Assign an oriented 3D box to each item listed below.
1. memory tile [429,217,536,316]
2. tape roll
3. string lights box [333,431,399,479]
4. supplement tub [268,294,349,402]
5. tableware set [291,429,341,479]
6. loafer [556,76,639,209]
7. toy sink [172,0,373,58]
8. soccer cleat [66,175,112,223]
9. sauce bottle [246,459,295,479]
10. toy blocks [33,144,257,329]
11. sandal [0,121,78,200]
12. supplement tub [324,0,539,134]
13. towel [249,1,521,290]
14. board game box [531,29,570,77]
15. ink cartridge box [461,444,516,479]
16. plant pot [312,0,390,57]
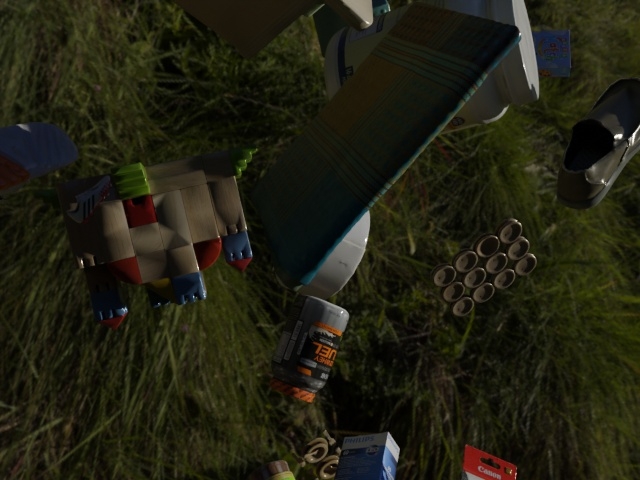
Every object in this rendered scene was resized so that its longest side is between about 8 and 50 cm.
[{"bbox_3d":[0.236,0.041,0.794,0.113,0.148,0.012,51,8,-35],"label":"memory tile"},{"bbox_3d":[0.000,0.000,1.357,0.100,0.286,0.286,25,10,-25],"label":"tape roll"},{"bbox_3d":[0.102,0.601,1.334,0.077,0.133,0.260,58,31,-23],"label":"string lights box"},{"bbox_3d":[-0.026,0.212,1.083,0.116,0.191,0.117,19,-11,4],"label":"supplement tub"},{"bbox_3d":[0.009,0.682,1.695,0.039,0.128,0.194,45,-13,54],"label":"tableware set"},{"bbox_3d":[0.451,-0.166,0.859,0.094,0.251,0.087,21,-19,39],"label":"loafer"},{"bbox_3d":[-0.073,-0.298,0.564,0.234,0.131,0.153,26,51,-39],"label":"toy sink"},{"bbox_3d":[-0.343,-0.064,0.816,0.035,0.083,0.029,36,-6,-39],"label":"soccer cleat"},{"bbox_3d":[-0.054,0.660,1.198,0.111,0.111,0.344,16,32,-48],"label":"sauce bottle"},{"bbox_3d":[-0.273,0.002,0.963,0.381,0.261,0.191,-14,2,-10],"label":"toy blocks"},{"bbox_3d":[-0.439,-0.098,0.741,0.102,0.076,0.265,54,23,-1],"label":"sandal"},{"bbox_3d":[0.196,-0.303,0.969,0.324,0.236,0.235,-9,-10,30],"label":"supplement tub"},{"bbox_3d":[0.053,-0.135,0.700,0.040,0.370,0.271,35,15,-29],"label":"towel"},{"bbox_3d":[0.554,-0.500,1.472,0.211,0.160,0.039,4,-35,17],"label":"board game box"},{"bbox_3d":[0.401,0.578,1.273,0.145,0.045,0.179,24,49,-2],"label":"ink cartridge box"},{"bbox_3d":[0.101,-0.586,1.492,0.234,0.165,0.166,-128,-162,-57],"label":"plant pot"}]
